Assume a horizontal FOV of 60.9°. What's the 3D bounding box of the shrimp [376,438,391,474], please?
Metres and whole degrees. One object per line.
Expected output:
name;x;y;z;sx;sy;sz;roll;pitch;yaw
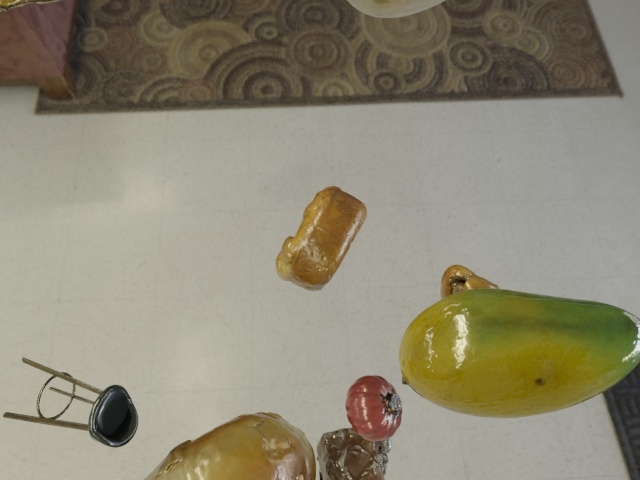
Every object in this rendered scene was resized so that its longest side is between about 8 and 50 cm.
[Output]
shrimp;0.167;0.647;1.572;0.065;0.056;0.165;-1;77;45

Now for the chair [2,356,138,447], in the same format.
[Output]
chair;-0.411;0.266;0.909;0.221;0.095;0.104;12;21;18

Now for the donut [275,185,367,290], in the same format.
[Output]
donut;0.001;-0.002;1.070;0.113;0.226;0.227;31;68;2

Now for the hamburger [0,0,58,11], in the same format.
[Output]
hamburger;-0.348;-0.250;0.427;0.143;0.157;0.283;5;27;34

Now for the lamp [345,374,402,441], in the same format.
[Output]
lamp;0.089;0.278;0.903;0.107;0.092;0.108;30;46;-38

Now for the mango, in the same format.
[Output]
mango;0.198;0.118;0.547;0.237;0.137;0.091;7;28;1

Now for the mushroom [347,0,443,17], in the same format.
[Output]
mushroom;0.111;-0.396;0.717;0.206;0.206;0.209;-4;71;-5

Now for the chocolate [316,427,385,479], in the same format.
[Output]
chocolate;0.078;0.555;1.281;0.148;0.093;0.214;-4;49;-17

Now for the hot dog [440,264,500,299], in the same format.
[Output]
hot dog;0.196;0.092;0.685;0.089;0.140;0.060;18;63;42

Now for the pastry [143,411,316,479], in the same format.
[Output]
pastry;-0.187;0.521;1.088;0.409;0.410;0.245;-28;67;-14
